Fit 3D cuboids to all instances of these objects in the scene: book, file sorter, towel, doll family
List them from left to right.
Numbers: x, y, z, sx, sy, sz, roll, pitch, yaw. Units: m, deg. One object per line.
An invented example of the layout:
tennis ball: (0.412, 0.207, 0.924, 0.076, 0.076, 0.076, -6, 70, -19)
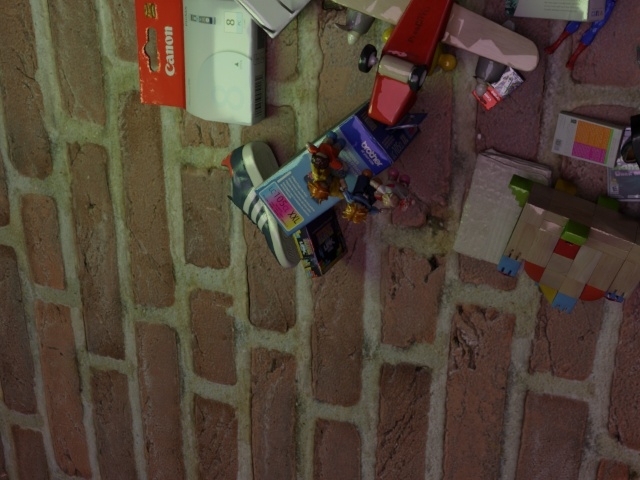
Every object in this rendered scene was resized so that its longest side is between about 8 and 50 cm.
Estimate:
file sorter: (-0.092, -0.632, 1.875, 0.278, 0.173, 0.193, -43, 89, 12)
doll family: (0.066, -0.109, 1.757, 0.263, 0.163, 0.118, 29, 122, 1)
towel: (0.435, -0.070, 1.987, 0.187, 0.049, 0.282, 20, 119, 16)
book: (0.595, -0.224, 1.847, 0.144, 0.035, 0.096, 21, 123, 27)

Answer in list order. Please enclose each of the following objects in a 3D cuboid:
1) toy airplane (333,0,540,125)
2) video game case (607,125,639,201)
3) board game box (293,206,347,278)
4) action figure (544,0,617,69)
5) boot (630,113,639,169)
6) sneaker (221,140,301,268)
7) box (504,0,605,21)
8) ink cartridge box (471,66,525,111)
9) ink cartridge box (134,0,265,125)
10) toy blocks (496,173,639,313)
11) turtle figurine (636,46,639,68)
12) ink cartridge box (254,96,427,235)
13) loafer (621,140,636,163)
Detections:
toy airplane: (0.235, -0.469, 1.817, 0.385, 0.272, 0.386, -22, 75, 6)
video game case: (0.733, -0.170, 1.829, 0.191, 0.022, 0.173, 1, 110, 24)
board game box: (0.000, 0.000, 2.134, 0.048, 0.170, 0.141, -10, 107, 29)
action figure: (0.578, -0.482, 1.710, 0.091, 0.139, 0.280, 38, 118, 5)
boot: (0.880, -0.135, 1.657, 0.445, 0.146, 0.366, -17, 106, 17)
sneaker: (-0.158, -0.086, 2.206, 0.148, 0.131, 0.349, -13, 99, 35)
box: (0.477, -0.613, 1.675, 0.232, 0.059, 0.321, 25, 123, 53)
ink cartridge box: (0.404, -0.351, 1.896, 0.063, 0.029, 0.115, 49, 120, -1)
ink cartridge box: (-0.327, -0.474, 2.135, 0.385, 0.091, 0.308, 10, 114, 19)
toy blocks: (0.567, 0.042, 1.873, 0.382, 0.190, 0.260, 22, 131, 11)
turtle figurine: (0.776, -0.371, 1.682, 0.234, 0.118, 0.175, -12, 105, 33)
ink cartridge box: (0.065, -0.207, 1.964, 0.395, 0.270, 0.151, -36, 97, 31)
loafer: (0.719, -0.218, 1.767, 0.062, 0.061, 0.170, 47, 120, 1)
